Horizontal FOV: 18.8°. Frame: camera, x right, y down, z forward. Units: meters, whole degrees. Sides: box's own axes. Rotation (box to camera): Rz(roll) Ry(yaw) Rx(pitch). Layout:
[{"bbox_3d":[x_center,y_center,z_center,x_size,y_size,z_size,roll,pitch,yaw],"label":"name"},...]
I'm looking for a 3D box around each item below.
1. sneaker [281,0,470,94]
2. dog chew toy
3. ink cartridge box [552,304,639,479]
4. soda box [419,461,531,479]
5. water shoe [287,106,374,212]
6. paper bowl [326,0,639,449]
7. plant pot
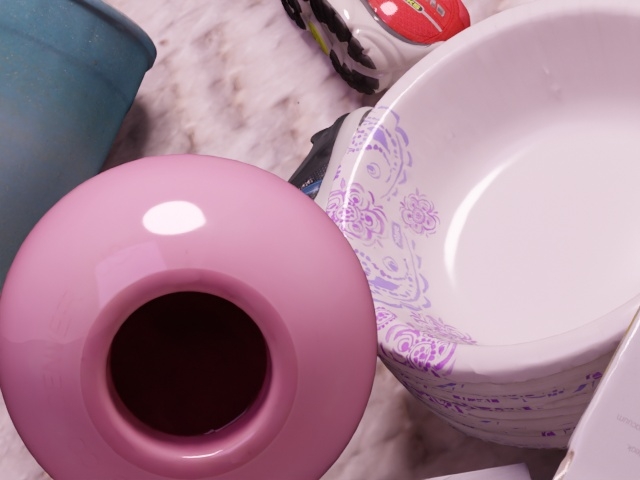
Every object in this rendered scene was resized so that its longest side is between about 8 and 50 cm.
[{"bbox_3d":[0.031,-0.211,1.488,0.118,0.107,0.279,-23,47,-9],"label":"sneaker"},{"bbox_3d":[-0.078,0.043,1.122,0.206,0.206,0.332,-38,9,2],"label":"dog chew toy"},{"bbox_3d":[0.290,0.111,0.963,0.304,0.072,0.307,28,72,9],"label":"ink cartridge box"},{"bbox_3d":[-0.012,0.208,1.085,0.286,0.091,0.098,-9,53,-4],"label":"soda box"},{"bbox_3d":[0.000,0.000,1.354,0.080,0.073,0.203,-16,41,52],"label":"water shoe"},{"bbox_3d":[0.157,-0.003,1.182,0.284,0.148,0.284,-18,48,21],"label":"paper bowl"},{"bbox_3d":[-0.292,-0.071,1.470,0.272,0.272,0.255,9,76,38],"label":"plant pot"}]
